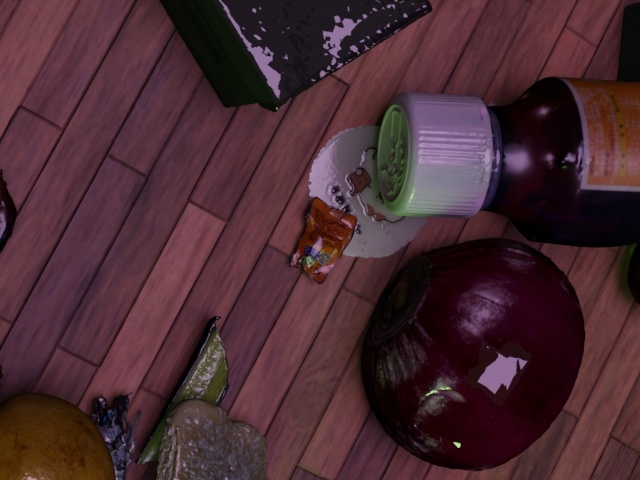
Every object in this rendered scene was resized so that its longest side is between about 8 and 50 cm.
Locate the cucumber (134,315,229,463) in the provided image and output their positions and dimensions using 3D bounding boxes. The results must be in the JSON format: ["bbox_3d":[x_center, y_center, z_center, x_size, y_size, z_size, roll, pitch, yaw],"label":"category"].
[{"bbox_3d":[-0.168,0.208,1.652,0.070,0.046,0.220,30,84,-20],"label":"cucumber"}]

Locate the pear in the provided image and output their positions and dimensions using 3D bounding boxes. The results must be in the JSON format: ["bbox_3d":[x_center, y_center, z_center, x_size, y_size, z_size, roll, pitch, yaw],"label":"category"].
[{"bbox_3d":[-0.346,0.297,1.492,0.209,0.209,0.208,-1,93,-19],"label":"pear"}]

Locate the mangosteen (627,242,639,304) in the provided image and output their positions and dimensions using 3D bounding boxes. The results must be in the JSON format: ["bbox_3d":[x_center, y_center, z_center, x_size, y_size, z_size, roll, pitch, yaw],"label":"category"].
[{"bbox_3d":[0.524,0.039,1.841,0.153,0.152,0.152,-1,93,-19],"label":"mangosteen"}]

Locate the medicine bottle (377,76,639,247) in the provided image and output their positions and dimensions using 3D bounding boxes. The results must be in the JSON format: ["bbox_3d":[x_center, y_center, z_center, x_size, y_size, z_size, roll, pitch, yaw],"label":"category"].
[{"bbox_3d":[0.285,-0.109,1.687,0.395,0.242,0.242,2,92,-19],"label":"medicine bottle"}]

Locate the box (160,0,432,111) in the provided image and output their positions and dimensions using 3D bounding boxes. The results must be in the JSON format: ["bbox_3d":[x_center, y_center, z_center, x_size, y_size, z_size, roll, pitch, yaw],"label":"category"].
[{"bbox_3d":[-0.073,-0.367,1.570,0.251,0.204,0.345,-34,103,-15],"label":"box"}]

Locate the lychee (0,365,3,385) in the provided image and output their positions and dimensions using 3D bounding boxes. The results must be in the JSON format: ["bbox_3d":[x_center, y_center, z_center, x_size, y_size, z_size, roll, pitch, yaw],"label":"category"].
[{"bbox_3d":[-0.506,0.137,1.429,0.272,0.271,0.271,-1,93,-19],"label":"lychee"}]

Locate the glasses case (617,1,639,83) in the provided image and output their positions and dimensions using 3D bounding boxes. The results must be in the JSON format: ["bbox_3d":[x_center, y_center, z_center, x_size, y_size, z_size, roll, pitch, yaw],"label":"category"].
[{"bbox_3d":[0.478,-0.259,1.835,0.039,0.078,0.184,5,91,-19],"label":"glasses case"}]

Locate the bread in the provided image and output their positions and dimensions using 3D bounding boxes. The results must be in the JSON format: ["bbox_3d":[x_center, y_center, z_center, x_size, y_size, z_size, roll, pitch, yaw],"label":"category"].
[{"bbox_3d":[-0.133,0.348,1.623,0.207,0.056,0.286,4,89,-46],"label":"bread"}]

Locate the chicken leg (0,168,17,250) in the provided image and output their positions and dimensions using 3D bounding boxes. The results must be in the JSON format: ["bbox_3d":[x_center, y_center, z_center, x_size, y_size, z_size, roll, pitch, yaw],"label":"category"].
[{"bbox_3d":[-0.433,-0.038,1.545,0.106,0.051,0.253,13,86,-14],"label":"chicken leg"}]

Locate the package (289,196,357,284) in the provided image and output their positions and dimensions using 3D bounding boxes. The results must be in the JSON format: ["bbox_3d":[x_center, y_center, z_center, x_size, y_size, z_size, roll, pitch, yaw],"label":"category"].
[{"bbox_3d":[0.001,0.000,1.703,0.077,0.033,0.110,28,83,-7],"label":"package"}]

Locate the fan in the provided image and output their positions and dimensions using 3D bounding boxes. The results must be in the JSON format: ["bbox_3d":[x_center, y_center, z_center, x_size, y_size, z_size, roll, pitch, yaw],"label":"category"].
[{"bbox_3d":[0.126,-0.106,1.756,0.329,0.009,0.190,-33,102,-14],"label":"fan"}]

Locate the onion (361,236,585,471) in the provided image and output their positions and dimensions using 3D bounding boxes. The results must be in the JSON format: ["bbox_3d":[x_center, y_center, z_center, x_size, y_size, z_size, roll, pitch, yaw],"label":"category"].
[{"bbox_3d":[0.219,0.147,1.677,0.282,0.260,0.336,45,79,-11],"label":"onion"}]

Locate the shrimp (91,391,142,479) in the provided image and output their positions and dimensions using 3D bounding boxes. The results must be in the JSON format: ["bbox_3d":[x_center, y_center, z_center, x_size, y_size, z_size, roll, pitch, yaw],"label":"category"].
[{"bbox_3d":[-0.266,0.284,1.608,0.082,0.076,0.174,3,92,-42],"label":"shrimp"}]
